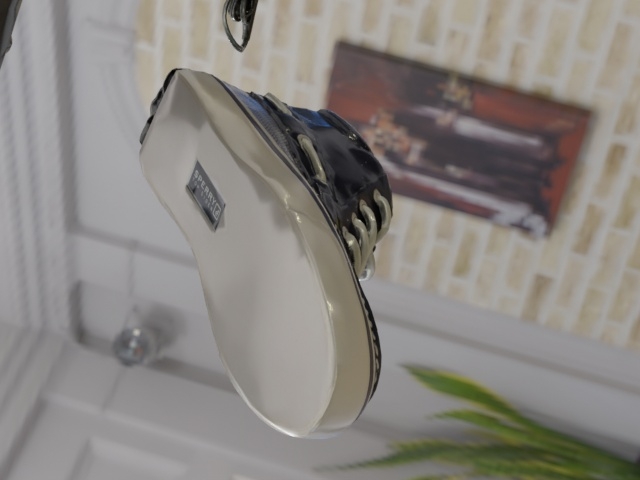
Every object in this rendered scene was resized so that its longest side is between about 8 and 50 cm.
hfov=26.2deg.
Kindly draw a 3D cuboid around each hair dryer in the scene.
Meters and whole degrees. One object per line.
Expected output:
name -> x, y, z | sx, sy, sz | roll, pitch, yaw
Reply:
hair dryer -> -0.099, -0.396, 1.777 | 0.293, 0.080, 0.223 | -75, -2, -54

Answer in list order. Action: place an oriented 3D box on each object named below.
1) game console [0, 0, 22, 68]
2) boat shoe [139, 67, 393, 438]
game console -> -0.238, -0.257, 0.886 | 0.386, 0.060, 0.342 | -67, -11, 17
boat shoe -> 0.000, 0.000, 0.941 | 0.127, 0.158, 0.340 | -61, 38, 30
